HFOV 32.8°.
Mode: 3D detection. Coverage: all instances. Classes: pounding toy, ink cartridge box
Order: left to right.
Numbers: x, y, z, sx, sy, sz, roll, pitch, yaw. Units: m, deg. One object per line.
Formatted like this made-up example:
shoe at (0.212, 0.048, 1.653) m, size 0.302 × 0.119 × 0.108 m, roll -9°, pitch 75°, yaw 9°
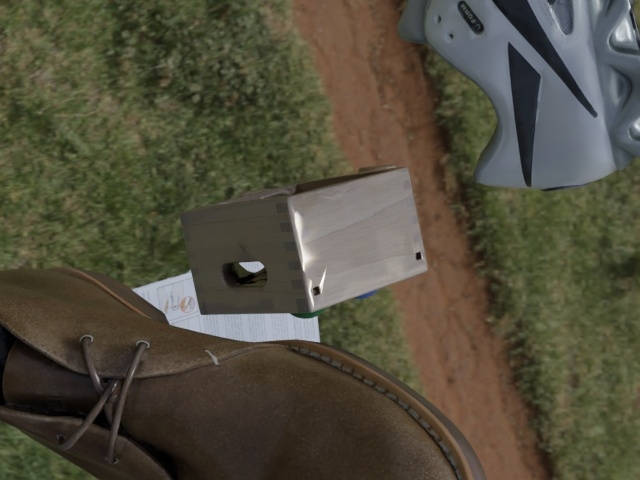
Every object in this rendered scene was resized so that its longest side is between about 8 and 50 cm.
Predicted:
ink cartridge box at (-0.110, 0.103, 1.191) m, size 0.232 × 0.066 × 0.189 m, roll -15°, pitch 110°, yaw -27°
pounding toy at (-0.002, -0.001, 0.862) m, size 0.206 × 0.181 × 0.094 m, roll -16°, pitch 98°, yaw -43°

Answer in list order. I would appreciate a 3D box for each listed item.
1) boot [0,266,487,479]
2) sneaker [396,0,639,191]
boot at (-0.074, 0.081, 0.474) m, size 0.115 × 0.305 × 0.112 m, roll 17°, pitch 90°, yaw -54°
sneaker at (0.106, -0.184, 0.663) m, size 0.122 × 0.146 × 0.330 m, roll -45°, pitch 120°, yaw -72°
